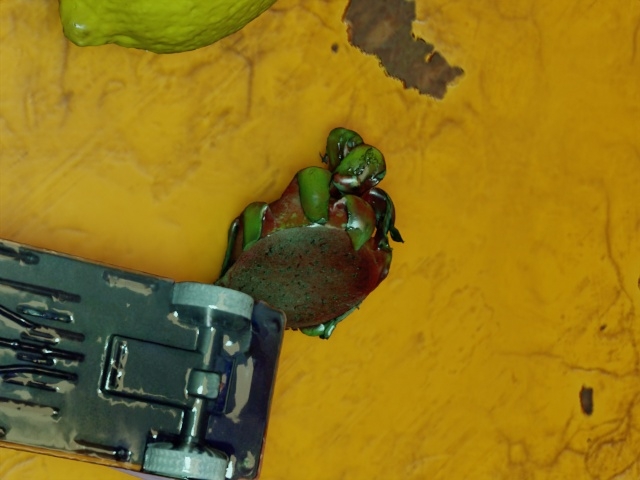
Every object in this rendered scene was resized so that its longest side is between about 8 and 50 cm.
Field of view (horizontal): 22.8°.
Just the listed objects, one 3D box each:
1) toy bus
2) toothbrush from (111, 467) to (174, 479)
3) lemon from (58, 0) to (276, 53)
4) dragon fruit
[{"bbox_3d":[-0.198,0.079,1.093,0.329,0.153,0.143,14,79,-27],"label":"toy bus"},{"bbox_3d":[-0.105,0.186,1.221,0.286,0.025,0.020,25,82,-25],"label":"toothbrush"},{"bbox_3d":[-0.096,-0.236,1.117,0.188,0.188,0.257,46,69,-21],"label":"lemon"},{"bbox_3d":[0.000,0.000,1.225,0.138,0.142,0.175,74,33,-54],"label":"dragon fruit"}]
